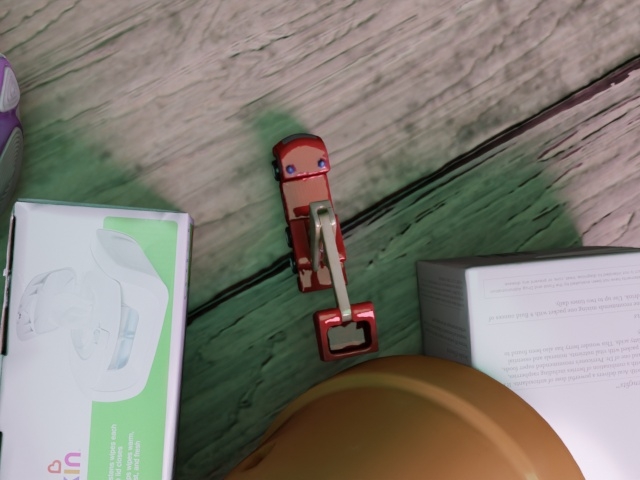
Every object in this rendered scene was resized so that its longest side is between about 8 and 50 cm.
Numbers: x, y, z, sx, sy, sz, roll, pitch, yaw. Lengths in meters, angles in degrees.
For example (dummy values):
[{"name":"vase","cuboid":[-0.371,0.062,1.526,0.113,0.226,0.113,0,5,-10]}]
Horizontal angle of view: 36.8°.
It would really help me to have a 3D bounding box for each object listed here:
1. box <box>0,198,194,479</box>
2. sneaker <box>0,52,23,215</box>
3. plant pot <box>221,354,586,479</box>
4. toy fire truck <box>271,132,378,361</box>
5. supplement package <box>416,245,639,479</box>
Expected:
[{"name":"box","cuboid":[-0.171,0.103,0.752,0.126,0.231,0.262,4,89,-8]},{"name":"sneaker","cuboid":[-0.340,-0.020,0.772,0.152,0.114,0.305,23,98,-3]},{"name":"plant pot","cuboid":[0.029,0.241,0.679,0.290,0.203,0.291,3,96,33]},{"name":"toy fire truck","cuboid":[0.000,0.000,0.822,0.047,0.135,0.192,-11,92,-8]},{"name":"supplement package","cuboid":[0.194,0.157,0.829,0.177,0.175,0.293,-4,91,-8]}]
